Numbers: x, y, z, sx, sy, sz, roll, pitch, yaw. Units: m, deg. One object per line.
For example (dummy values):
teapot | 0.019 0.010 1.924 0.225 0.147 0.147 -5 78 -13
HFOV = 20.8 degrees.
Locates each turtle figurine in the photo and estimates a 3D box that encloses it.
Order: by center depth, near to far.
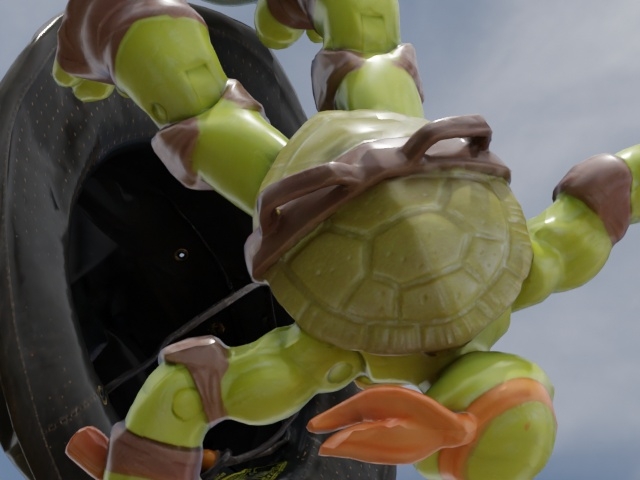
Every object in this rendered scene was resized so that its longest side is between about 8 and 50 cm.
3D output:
turtle figurine | 0.000 0.000 0.490 0.217 0.269 0.087 58 -9 35

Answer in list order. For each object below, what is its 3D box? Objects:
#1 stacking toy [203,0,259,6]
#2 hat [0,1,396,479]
stacking toy | -0.080 -0.302 1.057 0.279 0.130 0.309 20 -72 32
hat | -0.096 0.046 0.902 0.134 0.331 0.331 -13 -68 36
